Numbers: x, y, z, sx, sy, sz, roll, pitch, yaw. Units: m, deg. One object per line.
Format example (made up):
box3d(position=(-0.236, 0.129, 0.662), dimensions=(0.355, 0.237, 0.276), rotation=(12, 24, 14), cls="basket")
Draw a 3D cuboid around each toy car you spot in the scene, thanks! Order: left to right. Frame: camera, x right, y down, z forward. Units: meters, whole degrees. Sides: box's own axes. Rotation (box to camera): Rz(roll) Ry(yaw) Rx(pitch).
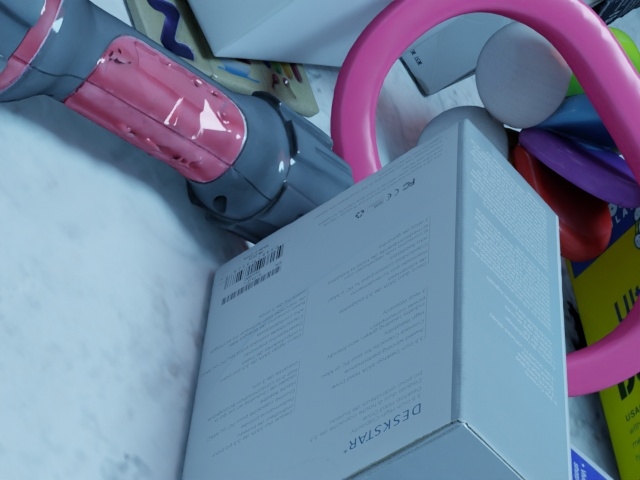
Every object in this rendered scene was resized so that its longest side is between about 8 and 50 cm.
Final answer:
box3d(position=(0.169, -0.057, 1.314), dimensions=(0.159, 0.182, 0.136), rotation=(13, 32, -41), cls="toy car")

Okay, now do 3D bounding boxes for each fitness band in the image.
box3d(position=(0.126, -0.033, 1.215), dimensions=(0.291, 0.209, 0.054), rotation=(58, -10, -12), cls="fitness band")

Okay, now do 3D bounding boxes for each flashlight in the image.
box3d(position=(-0.099, -0.075, 0.999), dimensions=(0.304, 0.103, 0.103), rotation=(31, 63, -42), cls="flashlight")

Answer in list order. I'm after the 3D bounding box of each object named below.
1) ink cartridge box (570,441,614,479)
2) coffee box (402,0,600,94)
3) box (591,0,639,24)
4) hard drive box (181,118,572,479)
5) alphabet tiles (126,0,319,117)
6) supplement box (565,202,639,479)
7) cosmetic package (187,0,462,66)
box3d(position=(0.124, 0.227, 1.083), dimensions=(0.307, 0.072, 0.303), rotation=(43, 29, -31), cls="ink cartridge box")
box3d(position=(0.127, -0.215, 1.521), dimensions=(0.141, 0.098, 0.246), rotation=(58, 27, 0), cls="coffee box")
box3d(position=(0.289, -0.411, 1.722), dimensions=(0.343, 0.312, 0.179), rotation=(59, -6, 5), cls="box")
box3d(position=(0.027, 0.074, 0.957), dimensions=(0.089, 0.181, 0.232), rotation=(44, 30, -26), cls="hard drive box")
box3d(position=(-0.107, -0.242, 1.262), dimensions=(0.285, 0.011, 0.342), rotation=(13, 50, -53), cls="alphabet tiles")
box3d(position=(0.331, 0.104, 1.336), dimensions=(0.194, 0.195, 0.356), rotation=(9, 54, -28), cls="supplement box")
box3d(position=(-0.011, -0.241, 1.254), dimensions=(0.224, 0.138, 0.224), rotation=(-4, 63, -60), cls="cosmetic package")
